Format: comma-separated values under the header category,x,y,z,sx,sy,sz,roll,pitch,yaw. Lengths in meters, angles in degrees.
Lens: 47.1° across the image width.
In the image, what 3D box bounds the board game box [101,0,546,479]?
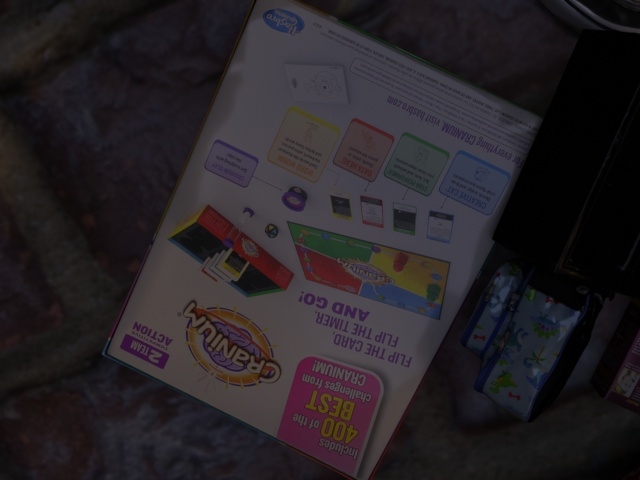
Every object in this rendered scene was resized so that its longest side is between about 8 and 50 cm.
category,x,y,z,sx,sy,sz,roll,pitch,yaw
board game box,0.000,0.000,0.579,0.242,0.064,0.316,27,102,2

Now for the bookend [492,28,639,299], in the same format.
category,x,y,z,sx,sy,sz,roll,pitch,yaw
bookend,0.227,-0.041,0.510,0.157,0.072,0.156,17,101,-26

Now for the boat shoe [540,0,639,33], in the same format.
category,x,y,z,sx,sy,sz,roll,pitch,yaw
boat shoe,0.167,-0.269,0.489,0.108,0.102,0.301,-29,98,3

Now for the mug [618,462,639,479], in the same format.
category,x,y,z,sx,sy,sz,roll,pitch,yaw
mug,0.292,0.216,0.578,0.169,0.150,0.113,-47,55,7

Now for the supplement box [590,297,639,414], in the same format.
category,x,y,z,sx,sy,sz,roll,pitch,yaw
supplement box,0.259,0.092,0.576,0.055,0.043,0.083,24,101,2

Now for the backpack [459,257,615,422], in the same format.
category,x,y,z,sx,sy,sz,roll,pitch,yaw
backpack,0.157,0.071,0.557,0.084,0.105,0.114,27,104,24
